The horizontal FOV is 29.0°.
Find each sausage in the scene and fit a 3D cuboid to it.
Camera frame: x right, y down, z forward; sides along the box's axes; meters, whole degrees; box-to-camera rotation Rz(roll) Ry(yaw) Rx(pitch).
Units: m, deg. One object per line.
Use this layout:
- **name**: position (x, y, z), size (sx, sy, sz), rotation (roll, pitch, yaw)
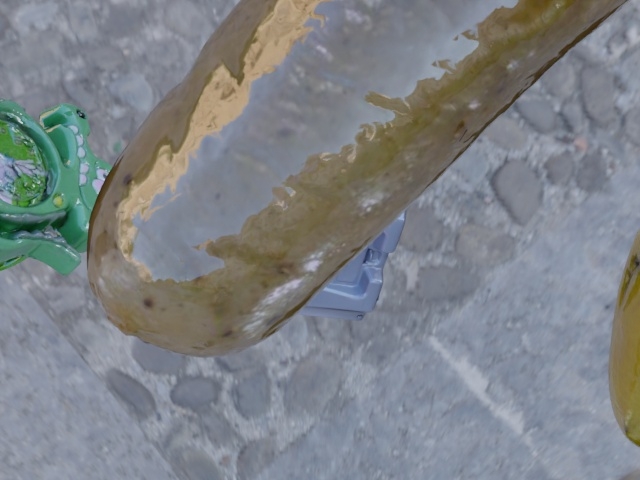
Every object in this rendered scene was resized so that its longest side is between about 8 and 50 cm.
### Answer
- **sausage**: position (0.081, -0.131, 0.560), size (0.501, 0.136, 0.123), rotation (-43, 62, 7)

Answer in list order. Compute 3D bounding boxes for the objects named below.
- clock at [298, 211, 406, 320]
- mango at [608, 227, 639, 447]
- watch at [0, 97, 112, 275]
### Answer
- **clock**: position (0.000, 0.000, 1.644), size (0.186, 0.253, 0.083), rotation (6, 34, -16)
- **mango**: position (0.407, 0.071, 1.240), size (0.253, 0.365, 0.182), rotation (-4, 34, -33)
- **watch**: position (-0.245, -0.019, 0.876), size (0.152, 0.165, 0.131), rotation (-30, 67, 32)
